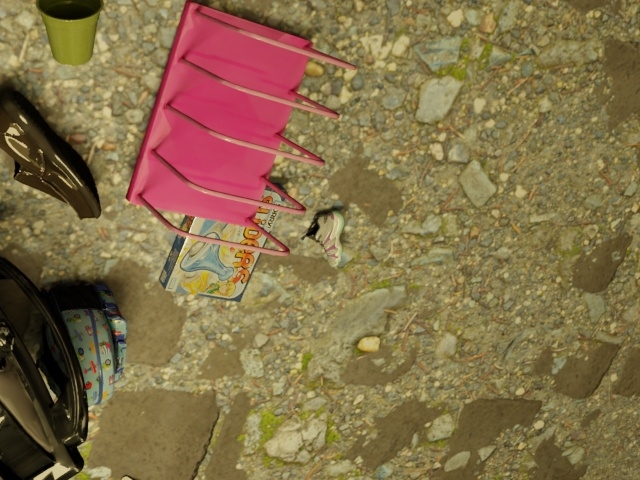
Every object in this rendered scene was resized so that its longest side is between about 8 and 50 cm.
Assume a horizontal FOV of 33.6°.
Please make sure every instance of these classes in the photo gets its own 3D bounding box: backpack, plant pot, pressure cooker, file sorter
[{"bbox_3d":[-0.341,0.163,1.540,0.116,0.173,0.158,-6,121,-26],"label":"backpack"},{"bbox_3d":[-0.318,-0.268,1.351,0.083,0.083,0.079,-12,136,-22],"label":"plant pot"},{"bbox_3d":[-0.515,0.213,1.346,0.420,0.375,0.370,-33,127,-6],"label":"pressure cooker"},{"bbox_3d":[-0.104,-0.145,1.445,0.202,0.182,0.291,12,104,-34],"label":"file sorter"}]

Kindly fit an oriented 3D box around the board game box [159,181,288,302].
[{"bbox_3d":[-0.150,-0.006,1.629,0.136,0.035,0.201,11,113,-34],"label":"board game box"}]

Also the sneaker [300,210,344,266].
[{"bbox_3d":[0.000,0.000,1.718,0.069,0.038,0.098,-8,113,-23],"label":"sneaker"}]

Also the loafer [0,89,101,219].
[{"bbox_3d":[-0.376,-0.104,1.425,0.078,0.080,0.220,-32,125,4],"label":"loafer"}]

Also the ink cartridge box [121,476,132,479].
[{"bbox_3d":[-0.316,0.523,1.875,0.224,0.056,0.181,40,96,-21],"label":"ink cartridge box"}]
